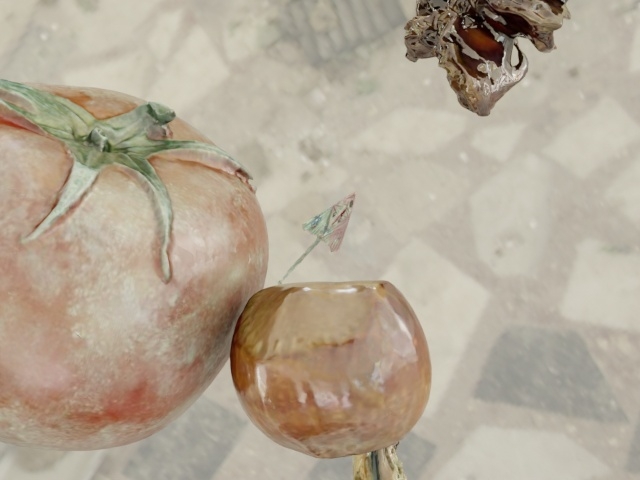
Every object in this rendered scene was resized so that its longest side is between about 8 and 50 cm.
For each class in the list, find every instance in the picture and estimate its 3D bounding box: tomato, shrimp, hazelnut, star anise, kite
[{"bbox_3d":[-0.199,0.012,1.166,0.317,0.317,0.282,44,124,37],"label":"tomato"},{"bbox_3d":[0.099,0.243,1.469,0.152,0.046,0.219,-12,72,16],"label":"shrimp"},{"bbox_3d":[0.006,0.095,1.080,0.154,0.143,0.143,-3,61,21],"label":"hazelnut"},{"bbox_3d":[0.149,-0.221,1.292,0.190,0.126,0.220,-57,19,26],"label":"star anise"},{"bbox_3d":[0.000,0.000,1.842,0.005,0.137,0.152,40,93,25],"label":"kite"}]
